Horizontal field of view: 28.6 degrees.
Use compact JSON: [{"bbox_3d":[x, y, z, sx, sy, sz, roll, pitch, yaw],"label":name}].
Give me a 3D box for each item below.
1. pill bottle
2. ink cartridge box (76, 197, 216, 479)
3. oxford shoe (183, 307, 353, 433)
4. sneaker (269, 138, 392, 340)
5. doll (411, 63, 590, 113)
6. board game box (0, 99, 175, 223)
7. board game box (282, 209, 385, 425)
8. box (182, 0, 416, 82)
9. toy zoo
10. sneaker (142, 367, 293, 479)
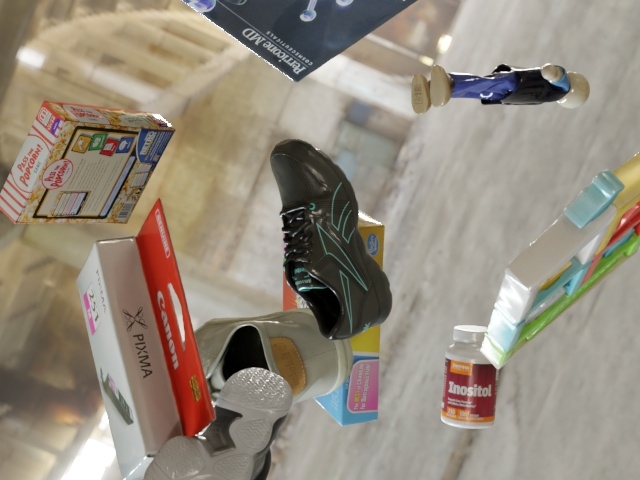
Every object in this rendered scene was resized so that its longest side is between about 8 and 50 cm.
[{"bbox_3d":[0.236,0.213,1.970,0.086,0.086,0.152,-73,-13,-86],"label":"pill bottle"},{"bbox_3d":[-0.212,0.122,1.475,0.239,0.060,0.275,130,128,-59],"label":"ink cartridge box"},{"bbox_3d":[-0.130,0.193,1.780,0.130,0.169,0.449,-20,-2,-37],"label":"oxford shoe"},{"bbox_3d":[0.000,0.000,1.575,0.106,0.267,0.101,-30,5,-40],"label":"sneaker"},{"bbox_3d":[0.185,-0.152,1.245,0.129,0.189,0.046,170,95,-66],"label":"doll"},{"bbox_3d":[-0.282,-0.091,1.526,0.193,0.045,0.146,0,-55,-56],"label":"board game box"},{"bbox_3d":[0.015,0.094,1.954,0.242,0.064,0.316,-145,52,-60],"label":"board game box"},{"bbox_3d":[0.006,-0.461,1.775,0.395,0.293,0.212,-31,50,28],"label":"box"},{"bbox_3d":[0.232,0.008,1.111,0.192,0.030,0.293,-38,-17,-13],"label":"toy zoo"},{"bbox_3d":[-0.121,0.275,1.433,0.268,0.101,0.153,-48,-22,-47],"label":"sneaker"}]
